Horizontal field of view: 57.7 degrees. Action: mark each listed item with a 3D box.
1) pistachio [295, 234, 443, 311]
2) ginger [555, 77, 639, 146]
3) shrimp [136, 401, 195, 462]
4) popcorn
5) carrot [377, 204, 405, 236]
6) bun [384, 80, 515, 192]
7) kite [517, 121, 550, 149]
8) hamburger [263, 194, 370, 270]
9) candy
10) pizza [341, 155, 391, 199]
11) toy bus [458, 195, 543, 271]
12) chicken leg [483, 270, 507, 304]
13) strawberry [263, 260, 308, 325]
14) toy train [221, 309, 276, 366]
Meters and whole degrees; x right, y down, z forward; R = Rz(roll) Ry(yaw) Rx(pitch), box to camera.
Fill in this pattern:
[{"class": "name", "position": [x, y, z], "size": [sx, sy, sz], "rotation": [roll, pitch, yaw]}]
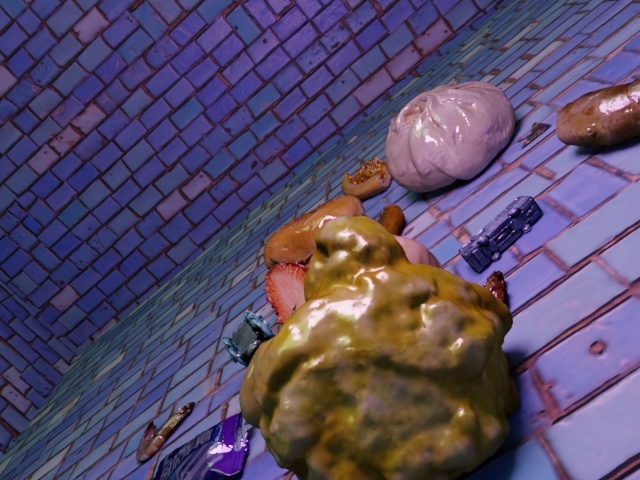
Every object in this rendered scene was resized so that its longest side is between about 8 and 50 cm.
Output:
[{"class": "pistachio", "position": [0.080, 0.120, 0.991], "size": [0.309, 0.230, 0.230], "rotation": [-50, 17, -20]}, {"class": "ginger", "position": [0.536, -0.226, 1.031], "size": [0.263, 0.117, 0.109], "rotation": [-8, 77, 56]}, {"class": "shrimp", "position": [-0.406, 0.479, 1.499], "size": [0.195, 0.035, 0.148], "rotation": [-47, 14, -16]}, {"class": "popcorn", "position": [0.071, 0.159, 0.735], "size": [0.294, 0.292, 0.334], "rotation": [-9, 42, 49]}, {"class": "carrot", "position": [0.157, -0.003, 1.406], "size": [0.070, 0.070, 0.260], "rotation": [-32, 19, 32]}, {"class": "bun", "position": [0.316, -0.287, 1.518], "size": [0.365, 0.219, 0.365], "rotation": [-34, 17, 12]}, {"class": "kite", "position": [0.504, -0.254, 1.369], "size": [0.090, 0.004, 0.122], "rotation": [-26, 21, 44]}, {"class": "hamburger", "position": [-0.004, 0.001, 1.607], "size": [0.305, 0.174, 0.284], "rotation": [-26, 9, 26]}, {"class": "candy", "position": [-0.242, 0.441, 1.139], "size": [0.275, 0.070, 0.145], "rotation": [-33, 25, 19]}, {"class": "pizza", "position": [0.155, -0.214, 1.974], "size": [0.182, 0.074, 0.365], "rotation": [-50, 16, 2]}, {"class": "toy bus", "position": [0.325, -0.014, 1.057], "size": [0.166, 0.047, 0.065], "rotation": [-41, 10, -4]}, {"class": "chicken leg", "position": [0.268, 0.096, 0.911], "size": [0.062, 0.037, 0.145], "rotation": [-58, 3, 34]}, {"class": "strawberry", "position": [-0.056, 0.121, 1.450], "size": [0.167, 0.087, 0.208], "rotation": [-56, 35, 19]}, {"class": "toy train", "position": [-0.129, 0.237, 1.263], "size": [0.107, 0.154, 0.198], "rotation": [-47, 15, -8]}]
